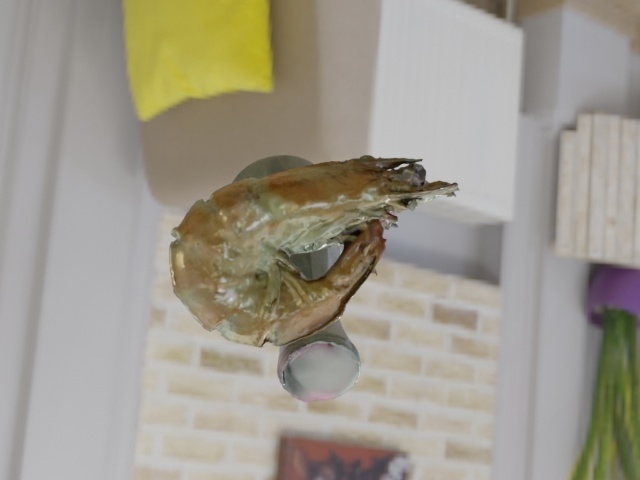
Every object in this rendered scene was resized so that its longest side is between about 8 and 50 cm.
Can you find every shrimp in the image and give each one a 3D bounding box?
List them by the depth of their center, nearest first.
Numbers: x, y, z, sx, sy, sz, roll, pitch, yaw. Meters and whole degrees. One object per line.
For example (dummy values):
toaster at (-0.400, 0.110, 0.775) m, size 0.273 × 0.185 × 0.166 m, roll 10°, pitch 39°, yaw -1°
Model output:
shrimp at (0.000, 0.000, 0.776) m, size 0.180 × 0.099 × 0.041 m, roll -20°, pitch 173°, yaw -12°

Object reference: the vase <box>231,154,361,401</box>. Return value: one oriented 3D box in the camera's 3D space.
vase at (-0.017, 0.028, 0.982) m, size 0.086 × 0.214 × 0.086 m, roll -6°, pitch 127°, yaw -7°
